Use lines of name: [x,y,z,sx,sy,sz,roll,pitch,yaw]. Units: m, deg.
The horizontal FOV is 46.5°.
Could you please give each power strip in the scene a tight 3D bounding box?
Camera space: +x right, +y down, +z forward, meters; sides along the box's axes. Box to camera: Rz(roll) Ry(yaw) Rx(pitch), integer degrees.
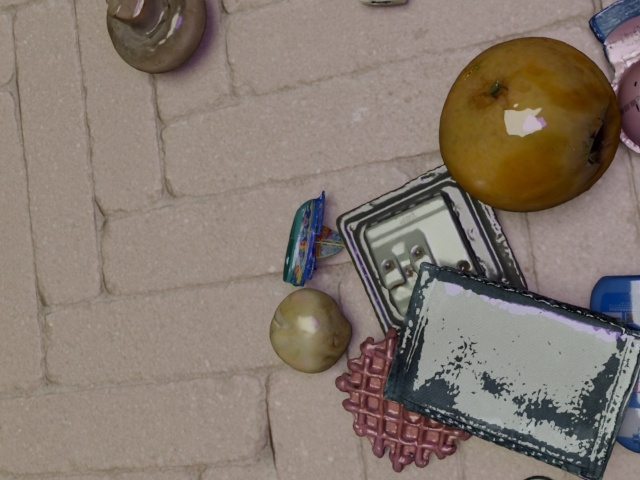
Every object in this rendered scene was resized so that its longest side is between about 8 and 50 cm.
power strip: [0.175,0.022,1.223,0.256,0.092,0.251,-26,78,17]

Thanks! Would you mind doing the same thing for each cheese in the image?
cheese: [0.510,-0.243,1.119,0.188,0.074,0.286,-30,74,16]

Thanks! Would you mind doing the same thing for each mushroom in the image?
mushroom: [-0.018,0.156,1.280,0.147,0.112,0.148,0,90,20]
mushroom: [-0.319,-0.418,1.378,0.204,0.204,0.204,-1,87,21]

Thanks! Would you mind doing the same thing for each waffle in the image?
waffle: [0.141,0.260,1.230,0.221,0.055,0.234,-36,85,19]

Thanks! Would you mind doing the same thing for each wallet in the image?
wallet: [0.284,0.187,1.116,0.342,0.075,0.237,17,99,20]

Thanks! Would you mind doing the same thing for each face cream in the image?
face cream: [0.477,0.183,1.103,0.149,0.083,0.264,-3,86,29]

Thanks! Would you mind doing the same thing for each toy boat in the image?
toy boat: [0.000,0.000,1.308,0.110,0.091,0.175,11,88,-13]

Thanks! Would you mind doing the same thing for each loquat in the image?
loquat: [0.307,-0.170,1.112,0.262,0.263,0.263,-1,87,21]

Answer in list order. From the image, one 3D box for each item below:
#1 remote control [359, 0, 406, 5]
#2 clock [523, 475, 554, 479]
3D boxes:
remote control: [0.120,-0.523,1.294,0.090,0.049,0.230,6,89,20]
clock: [0.348,0.416,1.177,0.085,0.017,0.085,-1,87,21]
